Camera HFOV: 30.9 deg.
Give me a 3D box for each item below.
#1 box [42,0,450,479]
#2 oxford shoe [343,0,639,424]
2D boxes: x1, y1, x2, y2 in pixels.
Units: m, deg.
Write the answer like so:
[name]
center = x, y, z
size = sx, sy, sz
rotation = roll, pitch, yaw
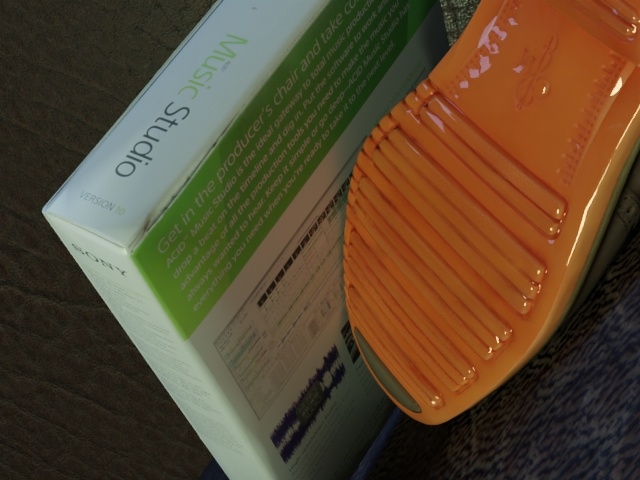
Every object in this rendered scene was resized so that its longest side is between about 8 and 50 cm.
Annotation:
[box]
center = 0.000, 0.000, 0.630
size = 0.232, 0.058, 0.322
rotation = -54, -29, -23
[oxford shoe]
center = 0.116, -0.049, 0.516
size = 0.133, 0.130, 0.363
rotation = -17, -34, -36
